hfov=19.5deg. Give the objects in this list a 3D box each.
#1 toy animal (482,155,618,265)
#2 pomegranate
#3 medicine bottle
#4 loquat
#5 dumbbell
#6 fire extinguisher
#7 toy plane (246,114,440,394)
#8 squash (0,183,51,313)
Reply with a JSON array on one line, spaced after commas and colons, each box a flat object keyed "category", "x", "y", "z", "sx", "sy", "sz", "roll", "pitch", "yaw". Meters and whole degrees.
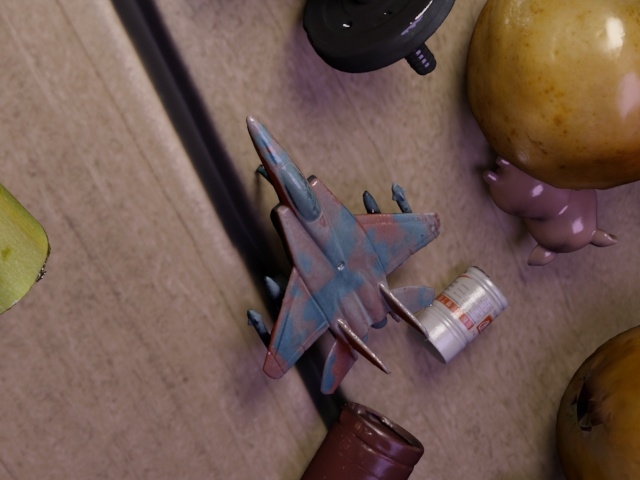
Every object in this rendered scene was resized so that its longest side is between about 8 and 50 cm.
[{"category": "toy animal", "x": 0.220, "y": -0.036, "z": 1.841, "sx": 0.150, "sy": 0.083, "sz": 0.089, "roll": 38, "pitch": 67, "yaw": -24}, {"category": "pomegranate", "x": 0.245, "y": -0.150, "z": 1.709, "sx": 0.233, "sy": 0.233, "sz": 0.233, "roll": -16, "pitch": 122, "yaw": -28}, {"category": "medicine bottle", "x": 0.138, "y": 0.074, "z": 1.855, "sx": 0.089, "sy": 0.057, "sz": 0.057, "roll": -42, "pitch": 130, "yaw": -9}, {"category": "loquat", "x": 0.381, "y": 0.210, "z": 1.970, "sx": 0.263, "sy": 0.263, "sz": 0.263, "roll": -16, "pitch": 122, "yaw": -28}, {"category": "dumbbell", "x": 0.015, "y": -0.246, "z": 1.546, "sx": 0.143, "sy": 0.143, "sz": 0.325, "roll": -46, "pitch": 131, "yaw": -6}, {"category": "fire extinguisher", "x": -0.005, "y": 0.296, "z": 1.843, "sx": 0.105, "sy": 0.105, "sz": 0.269, "roll": 26, "pitch": 98, "yaw": -41}, {"category": "toy plane", "x": -0.004, "y": -0.003, "z": 1.689, "sx": 0.223, "sy": 0.104, "sz": 0.326, "roll": -41, "pitch": 126, "yaw": -12}, {"category": "squash", "x": -0.312, "y": -0.026, "z": 1.457, "sx": 0.123, "sy": 0.123, "sz": 0.187, "roll": -46, "pitch": 127, "yaw": -6}]
